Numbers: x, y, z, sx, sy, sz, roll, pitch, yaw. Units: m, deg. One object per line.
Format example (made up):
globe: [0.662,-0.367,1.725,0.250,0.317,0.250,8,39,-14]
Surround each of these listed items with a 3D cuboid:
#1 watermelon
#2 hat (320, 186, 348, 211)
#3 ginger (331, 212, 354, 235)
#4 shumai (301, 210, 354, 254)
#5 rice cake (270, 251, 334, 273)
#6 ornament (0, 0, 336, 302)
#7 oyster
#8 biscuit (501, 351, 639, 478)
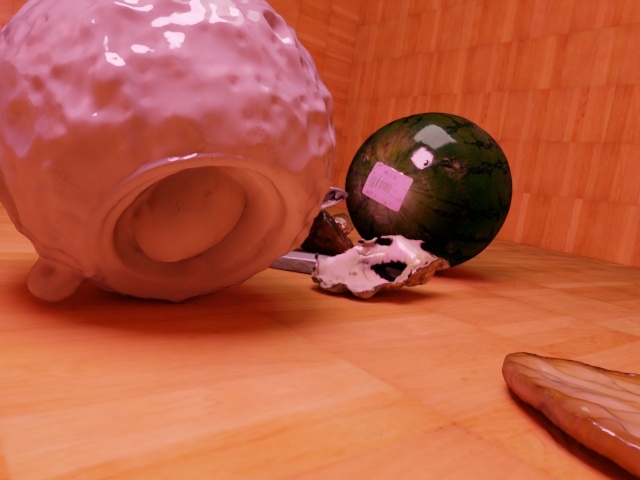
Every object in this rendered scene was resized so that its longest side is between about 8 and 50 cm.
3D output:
watermelon: [0.226,-0.101,1.016,0.363,0.363,0.363,8,7,-1]
hat: [-0.120,-0.092,0.874,0.168,0.258,0.301,-31,16,47]
ginger: [0.032,-0.034,1.330,0.096,0.067,0.165,13,21,36]
shumai: [0.007,-0.006,1.033,0.123,0.105,0.139,52,20,-2]
rice cake: [-0.009,0.037,0.785,0.180,0.030,0.042,9,15,5]
ornament: [-0.157,-0.112,0.507,0.337,0.337,0.337,8,7,-1]
oyster: [0.082,0.048,0.713,0.133,0.072,0.209,22,33,38]
biscuit: [0.246,0.129,0.325,0.203,0.041,0.260,-2,11,-42]
